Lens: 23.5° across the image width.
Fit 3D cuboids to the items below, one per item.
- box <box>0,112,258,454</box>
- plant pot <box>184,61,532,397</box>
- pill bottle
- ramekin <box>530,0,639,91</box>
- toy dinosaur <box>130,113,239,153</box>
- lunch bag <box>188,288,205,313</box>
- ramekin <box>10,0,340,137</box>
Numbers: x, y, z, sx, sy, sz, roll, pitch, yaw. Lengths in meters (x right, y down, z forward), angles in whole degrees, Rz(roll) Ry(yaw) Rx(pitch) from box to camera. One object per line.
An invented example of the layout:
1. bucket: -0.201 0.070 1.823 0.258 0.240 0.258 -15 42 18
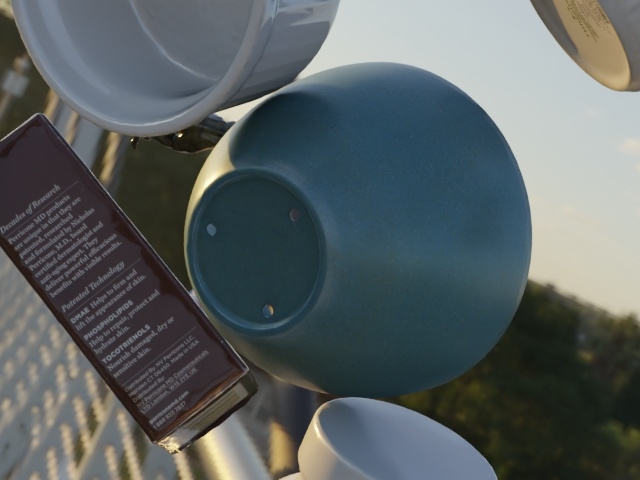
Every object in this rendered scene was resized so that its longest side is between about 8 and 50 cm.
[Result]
1. box: -0.242 0.055 1.762 0.381 0.143 0.191 52 -6 11
2. plant pot: 0.000 0.000 1.260 0.290 0.290 0.195 26 19 27
3. pill bottle: 0.008 0.337 1.364 0.210 0.363 0.210 20 18 -7
4. ramekin: 0.265 -0.230 1.370 0.207 0.109 0.207 53 -6 8
5. toy dinosaur: -0.142 -0.120 1.705 0.268 0.064 0.118 14 -2 -33
6. lunch bag: -0.155 0.101 2.152 0.083 0.053 0.071 37 37 7
7. ramekin: -0.112 -0.228 1.232 0.277 0.277 0.135 26 25 29
